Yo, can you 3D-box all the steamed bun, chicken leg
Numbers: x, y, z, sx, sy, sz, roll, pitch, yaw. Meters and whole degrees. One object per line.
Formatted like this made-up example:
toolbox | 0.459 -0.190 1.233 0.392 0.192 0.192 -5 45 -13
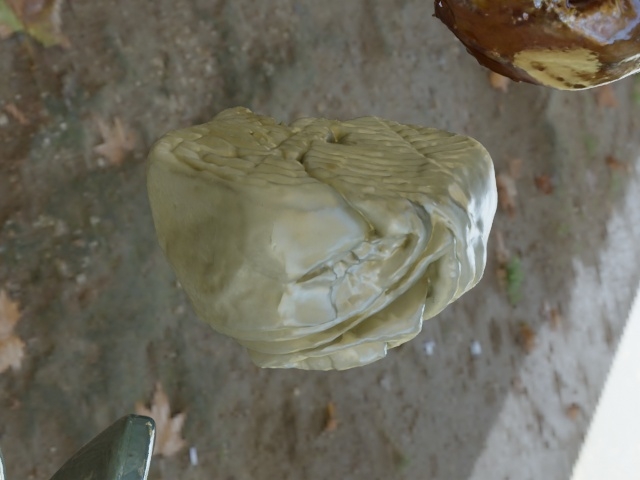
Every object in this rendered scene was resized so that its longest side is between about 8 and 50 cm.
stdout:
steamed bun | 0.003 0.001 1.168 0.289 0.276 0.203 -20 126 -48
chicken leg | 0.199 -0.127 0.669 0.304 0.113 0.093 -4 84 -25

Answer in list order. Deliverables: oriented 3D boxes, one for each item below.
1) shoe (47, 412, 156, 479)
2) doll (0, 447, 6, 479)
shoe | -0.152 0.178 0.683 0.079 0.078 0.195 -139 -110 -83
doll | -0.304 0.134 0.546 0.174 0.330 0.235 57 16 18
